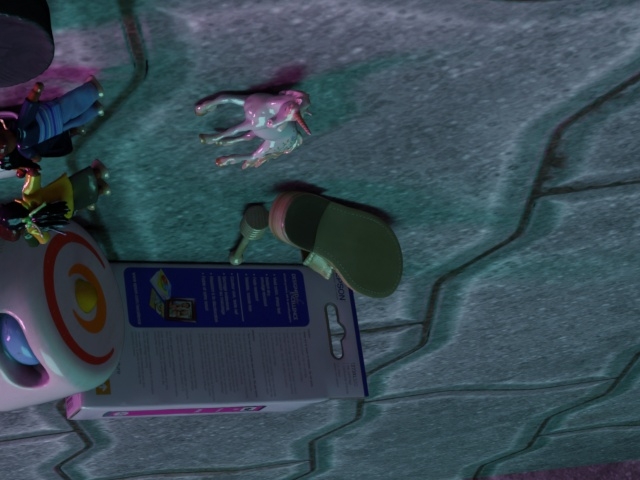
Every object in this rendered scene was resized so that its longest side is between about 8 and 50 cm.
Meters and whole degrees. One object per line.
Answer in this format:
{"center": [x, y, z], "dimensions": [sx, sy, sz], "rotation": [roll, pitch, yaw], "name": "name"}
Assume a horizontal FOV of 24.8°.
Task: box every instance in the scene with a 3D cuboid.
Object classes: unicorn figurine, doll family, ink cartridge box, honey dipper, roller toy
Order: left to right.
{"center": [-0.297, 0.074, 1.522], "dimensions": [0.146, 0.191, 0.209], "rotation": [-16, 159, 19], "name": "roller toy"}
{"center": [-0.240, -0.062, 1.250], "dimensions": [0.111, 0.076, 0.193], "rotation": [-27, 133, -31], "name": "doll family"}
{"center": [-0.127, 0.118, 1.745], "dimensions": [0.371, 0.176, 0.069], "rotation": [0, 160, -25], "name": "ink cartridge box"}
{"center": [-0.086, -0.002, 1.652], "dimensions": [0.030, 0.030, 0.160], "rotation": [-3, 165, -15], "name": "honey dipper"}
{"center": [-0.054, -0.106, 1.328], "dimensions": [0.111, 0.060, 0.162], "rotation": [-12, 177, 9], "name": "unicorn figurine"}

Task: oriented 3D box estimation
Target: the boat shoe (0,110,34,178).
{"center": [-0.342, -0.074, 1.276], "dimensions": [0.184, 0.066, 0.063], "rotation": [-8, 151, 0], "name": "boat shoe"}

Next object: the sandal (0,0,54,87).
{"center": [-0.418, -0.113, 1.055], "dimensions": [0.446, 0.107, 0.167], "rotation": [-7, 161, -3], "name": "sandal"}

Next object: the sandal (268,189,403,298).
{"center": [0.003, -0.006, 1.640], "dimensions": [0.079, 0.088, 0.240], "rotation": [17, 172, 38], "name": "sandal"}
